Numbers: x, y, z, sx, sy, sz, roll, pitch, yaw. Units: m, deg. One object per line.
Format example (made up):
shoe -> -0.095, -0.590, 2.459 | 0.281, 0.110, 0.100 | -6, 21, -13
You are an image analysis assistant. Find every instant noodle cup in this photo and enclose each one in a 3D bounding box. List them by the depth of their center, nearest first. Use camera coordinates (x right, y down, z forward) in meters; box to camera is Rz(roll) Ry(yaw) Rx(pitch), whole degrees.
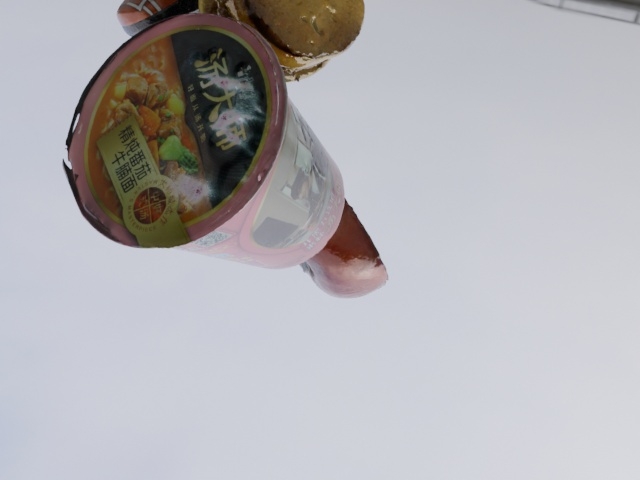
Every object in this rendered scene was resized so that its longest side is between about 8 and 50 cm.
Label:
instant noodle cup -> -0.091, -0.072, 0.732 | 0.243, 0.244, 0.255 | 26, 176, 27

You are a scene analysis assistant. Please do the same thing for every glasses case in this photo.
glasses case -> -0.127, -0.327, 0.849 | 0.266, 0.067, 0.103 | -38, -149, -18

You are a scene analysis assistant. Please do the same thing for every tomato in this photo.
tomato -> -0.001, 0.002, 1.017 | 0.085, 0.225, 0.225 | -39, -134, -12

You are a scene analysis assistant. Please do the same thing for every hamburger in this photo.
hamburger -> -0.045, -0.269, 0.753 | 0.181, 0.191, 0.118 | 1, 174, -37
